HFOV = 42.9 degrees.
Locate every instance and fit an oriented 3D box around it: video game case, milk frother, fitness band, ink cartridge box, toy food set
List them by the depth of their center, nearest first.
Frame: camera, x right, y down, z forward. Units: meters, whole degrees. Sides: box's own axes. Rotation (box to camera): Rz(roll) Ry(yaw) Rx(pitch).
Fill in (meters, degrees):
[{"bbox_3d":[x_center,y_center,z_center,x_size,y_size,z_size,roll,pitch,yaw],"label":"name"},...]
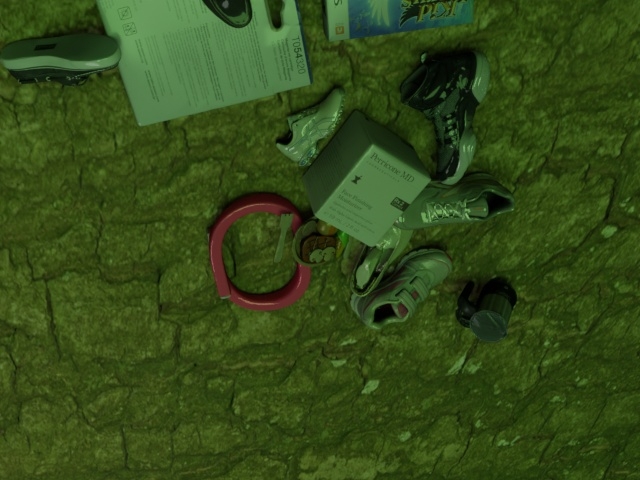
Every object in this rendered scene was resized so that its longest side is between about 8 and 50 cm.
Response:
[{"bbox_3d":[-0.202,-0.385,1.399,0.330,0.071,0.324,-15,125,-5],"label":"ink cartridge box"},{"bbox_3d":[0.132,-0.482,1.400,0.269,0.061,0.244,-9,126,-5],"label":"video game case"},{"bbox_3d":[0.000,0.000,1.675,0.192,0.038,0.132,-3,119,-32],"label":"toy food set"},{"bbox_3d":[-0.126,0.032,1.709,0.209,0.054,0.291,-10,126,-4],"label":"fitness band"},{"bbox_3d":[0.367,0.178,1.853,0.129,0.135,0.143,16,122,16],"label":"milk frother"}]

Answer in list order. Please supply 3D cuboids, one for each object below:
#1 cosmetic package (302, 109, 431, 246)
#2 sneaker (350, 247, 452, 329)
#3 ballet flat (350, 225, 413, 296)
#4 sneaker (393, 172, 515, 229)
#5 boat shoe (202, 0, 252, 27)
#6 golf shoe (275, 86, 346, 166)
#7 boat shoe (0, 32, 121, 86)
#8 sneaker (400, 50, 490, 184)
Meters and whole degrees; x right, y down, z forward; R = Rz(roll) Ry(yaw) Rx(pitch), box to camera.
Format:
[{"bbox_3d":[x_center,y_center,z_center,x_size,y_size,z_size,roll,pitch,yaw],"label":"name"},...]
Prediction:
[{"bbox_3d":[0.086,-0.121,1.583,0.151,0.151,0.184,27,115,-27],"label":"cosmetic package"},{"bbox_3d":[0.188,0.118,1.792,0.252,0.111,0.103,-37,123,14],"label":"sneaker"},{"bbox_3d":[0.126,0.018,1.719,0.086,0.086,0.248,13,120,-19],"label":"ballet flat"},{"bbox_3d":[0.271,-0.074,1.638,0.262,0.121,0.099,-16,112,-17],"label":"sneaker"},{"bbox_3d":[-0.173,-0.421,1.301,0.075,0.065,0.206,-29,124,6],"label":"boat shoe"},{"bbox_3d":[-0.019,-0.225,1.547,0.086,0.069,0.176,26,115,-19],"label":"golf shoe"},{"bbox_3d":[-0.433,-0.295,1.381,0.228,0.080,0.076,0,139,16],"label":"boat shoe"},{"bbox_3d":[0.223,-0.238,1.565,0.153,0.101,0.268,3,118,-12],"label":"sneaker"}]
